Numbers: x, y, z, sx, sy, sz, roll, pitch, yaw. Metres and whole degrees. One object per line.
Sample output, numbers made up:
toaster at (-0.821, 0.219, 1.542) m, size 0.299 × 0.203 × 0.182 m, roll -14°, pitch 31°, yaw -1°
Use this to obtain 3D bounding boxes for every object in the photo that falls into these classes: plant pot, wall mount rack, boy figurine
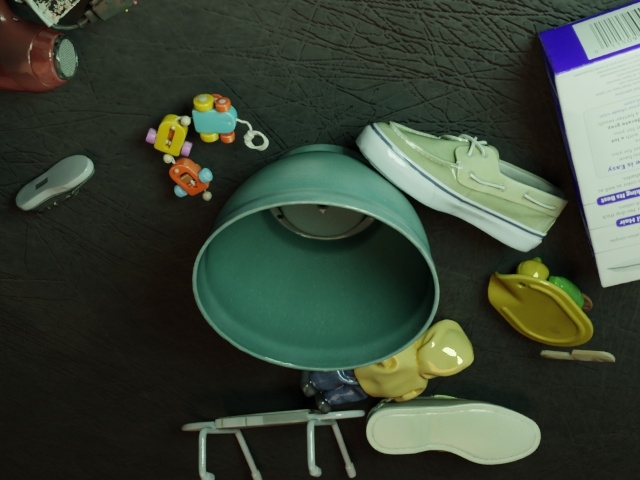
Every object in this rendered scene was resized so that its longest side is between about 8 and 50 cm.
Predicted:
plant pot at (0.000, 0.000, 0.917) m, size 0.292 × 0.196 × 0.293 m, roll 3°, pitch 134°, yaw 3°
wall mount rack at (-0.074, 0.394, 1.345) m, size 0.349 × 0.131 × 0.304 m, roll -8°, pitch 163°, yaw 14°
boy figurine at (0.105, 0.199, 1.164) m, size 0.285 × 0.092 × 0.177 m, roll -22°, pitch 127°, yaw 23°

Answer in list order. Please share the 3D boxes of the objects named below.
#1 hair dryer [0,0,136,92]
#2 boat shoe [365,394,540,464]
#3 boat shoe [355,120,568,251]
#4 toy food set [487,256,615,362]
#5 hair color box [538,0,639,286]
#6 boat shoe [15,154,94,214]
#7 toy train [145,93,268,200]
hair dryer at (-0.358, -0.273, 0.801) m, size 0.293 × 0.080 × 0.224 m, roll -35°, pitch 106°, yaw 24°
boat shoe at (0.231, 0.328, 1.272) m, size 0.304 × 0.091 × 0.109 m, roll 3°, pitch 96°, yaw 0°
boat shoe at (0.182, -0.085, 0.901) m, size 0.302 × 0.109 × 0.094 m, roll 23°, pitch 116°, yaw -27°
toy food set at (0.343, 0.094, 1.068) m, size 0.128 × 0.071 × 0.218 m, roll -11°, pitch 134°, yaw 47°
hair color box at (0.389, -0.109, 0.842) m, size 0.185 × 0.110 × 0.339 m, roll -15°, pitch 128°, yaw 17°
boat shoe at (-0.359, -0.075, 0.988) m, size 0.142 × 0.049 × 0.040 m, roll -21°, pitch 146°, yaw 25°
toy train at (-0.148, -0.126, 0.920) m, size 0.166 × 0.046 × 0.125 m, roll -29°, pitch 125°, yaw 32°
